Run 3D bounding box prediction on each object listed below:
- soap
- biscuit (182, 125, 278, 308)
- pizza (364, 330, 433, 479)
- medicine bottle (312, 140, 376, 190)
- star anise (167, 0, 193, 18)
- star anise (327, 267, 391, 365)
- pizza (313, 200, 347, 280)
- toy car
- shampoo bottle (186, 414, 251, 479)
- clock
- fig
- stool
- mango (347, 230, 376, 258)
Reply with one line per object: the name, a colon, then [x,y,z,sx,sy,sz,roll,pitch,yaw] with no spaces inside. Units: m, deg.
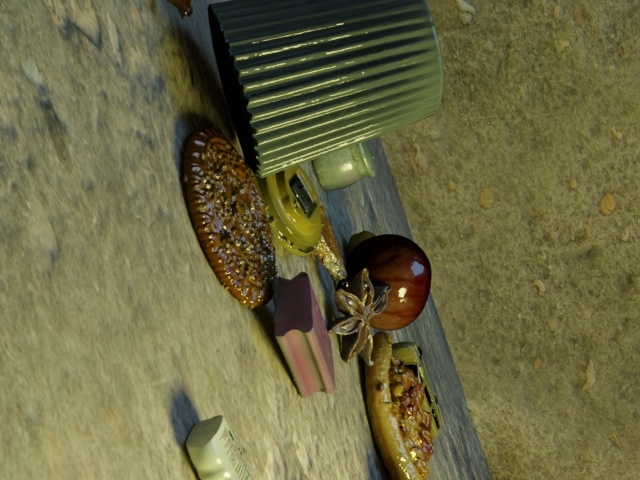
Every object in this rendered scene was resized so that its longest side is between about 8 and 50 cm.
soap: [-0.026,0.161,1.320,0.203,0.066,0.122,72,9,-49]
biscuit: [-0.133,-0.038,1.267,0.305,0.038,0.305,-17,90,-77]
pizza: [0.184,0.413,1.846,0.278,0.114,0.408,45,32,-52]
medicine bottle: [0.060,-0.210,2.033,0.147,0.143,0.147,-16,90,-77]
star anise: [-0.231,-0.483,1.202,0.346,0.148,0.237,73,1,-69]
star anise: [0.072,0.160,1.713,0.172,0.063,0.207,21,79,-46]
pizza: [0.000,0.000,1.709,0.195,0.052,0.185,65,18,-3]
toy car: [0.236,0.394,2.072,0.124,0.101,0.256,-68,140,-64]
shampoo bottle: [-0.108,0.287,0.949,0.077,0.045,0.151,-74,143,-70]
clock: [-0.054,-0.084,1.523,0.237,0.057,0.237,48,29,-37]
fig: [0.152,0.093,1.885,0.215,0.235,0.235,24,29,-9]
stool: [0.007,-0.290,1.346,0.297,0.330,0.297,163,-90,-81]
mango: [0.124,0.072,2.066,0.130,0.092,0.194,-45,126,-78]
